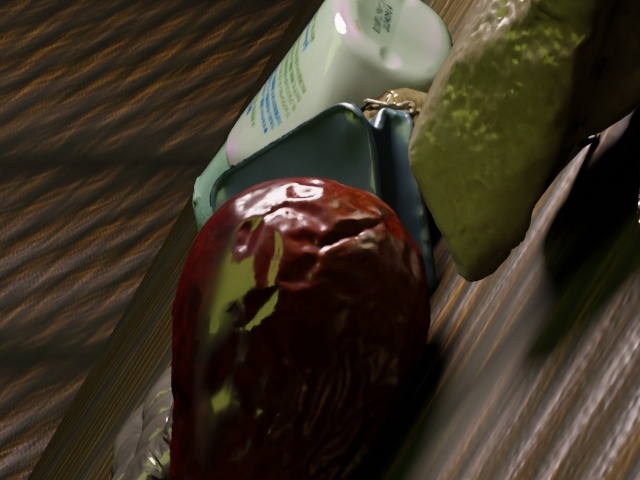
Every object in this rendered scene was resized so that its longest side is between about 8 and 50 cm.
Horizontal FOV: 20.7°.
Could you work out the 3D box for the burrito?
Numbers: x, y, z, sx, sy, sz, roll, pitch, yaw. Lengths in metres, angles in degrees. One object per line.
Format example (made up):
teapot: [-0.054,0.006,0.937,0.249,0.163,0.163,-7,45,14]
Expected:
burrito: [0.167,-0.131,1.037,0.332,0.135,0.190,-49,7,41]

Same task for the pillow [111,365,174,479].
pillow: [-0.115,0.174,1.636,0.228,0.101,0.326,-52,12,9]

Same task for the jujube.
jujube: [-0.023,0.083,1.234,0.190,0.190,0.255,156,130,-73]

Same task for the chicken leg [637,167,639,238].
chicken leg: [0.205,-0.047,0.859,0.093,0.053,0.205,-22,37,33]

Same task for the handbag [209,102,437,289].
handbag: [0.000,0.000,1.426,0.229,0.062,0.179,-29,64,51]

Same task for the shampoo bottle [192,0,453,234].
shampoo bottle: [-0.011,-0.105,1.850,0.349,0.151,0.222,-50,17,34]

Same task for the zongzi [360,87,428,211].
zongzi: [0.039,-0.021,1.486,0.194,0.099,0.197,-46,20,61]
